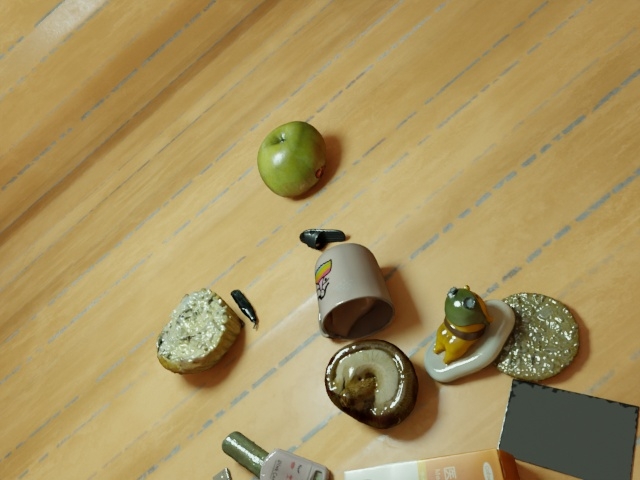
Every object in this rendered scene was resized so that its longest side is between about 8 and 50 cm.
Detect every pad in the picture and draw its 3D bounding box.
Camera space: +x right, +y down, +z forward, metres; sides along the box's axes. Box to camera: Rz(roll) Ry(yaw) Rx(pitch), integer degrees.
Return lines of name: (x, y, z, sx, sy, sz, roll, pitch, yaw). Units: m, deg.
pad: (0.503, 0.388, 1.083, 0.245, 0.006, 0.170, 5, 64, 35)

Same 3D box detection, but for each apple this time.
apple: (-0.099, -0.276, 1.786, 0.261, 0.194, 0.261, -19, 45, 20)

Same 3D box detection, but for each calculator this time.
calculator: (-0.059, 0.571, 1.269, 0.175, 0.032, 0.100, 16, 67, 12)

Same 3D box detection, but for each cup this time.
cup: (0.066, 0.149, 1.423, 0.253, 0.191, 0.200, -55, 34, 36)

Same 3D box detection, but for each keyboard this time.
keyboard: (-0.236, 0.674, 1.361, 0.055, 0.017, 0.166, -39, 47, 10)

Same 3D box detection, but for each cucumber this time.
cucumber: (-0.236, 0.212, 1.654, 0.163, 0.039, 0.043, 43, 109, 45)

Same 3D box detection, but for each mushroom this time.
mushroom: (0.129, 0.345, 1.278, 0.231, 0.138, 0.194, 28, 64, 30)

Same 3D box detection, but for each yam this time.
yam: (-0.174, 0.560, 1.364, 0.169, 0.068, 0.068, 22, 74, 32)

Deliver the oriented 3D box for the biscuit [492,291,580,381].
biscuit: (0.471, 0.216, 1.200, 0.220, 0.033, 0.220, -19, 51, 24)

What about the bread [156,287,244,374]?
bread: (-0.372, 0.289, 1.616, 0.274, 0.149, 0.274, -21, 46, 23)

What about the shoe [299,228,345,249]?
shoe: (0.000, 0.000, 1.626, 0.159, 0.062, 0.053, -5, 46, 25)

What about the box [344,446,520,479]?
box: (0.233, 0.560, 1.052, 0.341, 0.143, 0.225, -18, 53, 21)

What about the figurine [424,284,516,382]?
figurine: (0.313, 0.206, 1.214, 0.250, 0.141, 0.166, -48, 39, 3)
